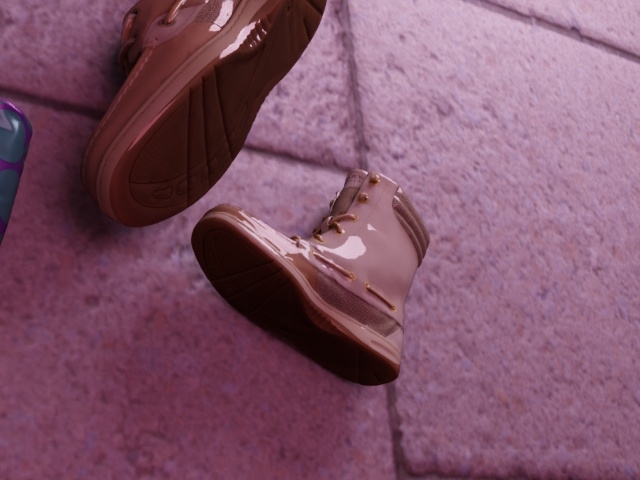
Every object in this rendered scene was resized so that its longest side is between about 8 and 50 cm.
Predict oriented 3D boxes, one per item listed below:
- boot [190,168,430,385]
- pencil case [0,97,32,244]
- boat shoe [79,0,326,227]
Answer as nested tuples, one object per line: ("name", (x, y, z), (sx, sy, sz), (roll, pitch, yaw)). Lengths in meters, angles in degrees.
("boot", (0.000, 0.000, 0.972), (0.213, 0.077, 0.165), (39, 50, -24))
("pencil case", (-0.244, -0.025, 0.796), (0.070, 0.065, 0.151), (47, 42, -45))
("boat shoe", (-0.105, -0.138, 0.945), (0.110, 0.121, 0.341), (19, 45, 14))
